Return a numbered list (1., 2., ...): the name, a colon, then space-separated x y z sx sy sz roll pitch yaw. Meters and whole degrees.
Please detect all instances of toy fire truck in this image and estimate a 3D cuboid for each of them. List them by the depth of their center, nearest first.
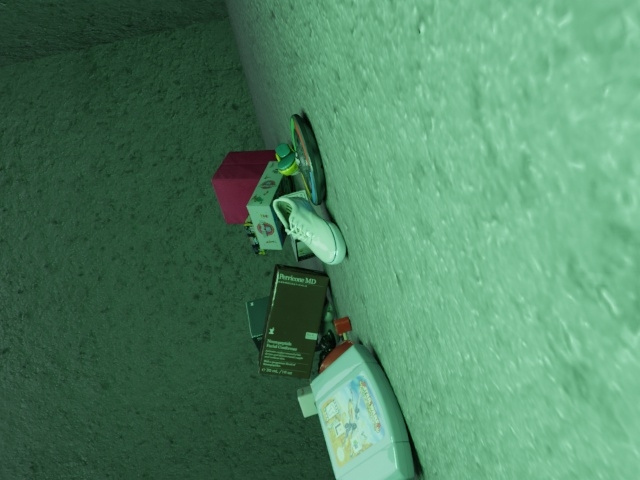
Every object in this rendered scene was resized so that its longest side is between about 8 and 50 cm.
1. toy fire truck: 0.092 0.340 1.316 0.135 0.047 0.191 -116 11 -60

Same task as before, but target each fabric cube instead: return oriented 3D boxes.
1. fabric cube: -0.304 -0.246 2.011 0.259 0.259 0.254 -76 -19 -47

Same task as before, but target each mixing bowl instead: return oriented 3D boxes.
1. mixing bowl: 0.059 0.369 1.182 0.181 0.098 0.181 39 137 50

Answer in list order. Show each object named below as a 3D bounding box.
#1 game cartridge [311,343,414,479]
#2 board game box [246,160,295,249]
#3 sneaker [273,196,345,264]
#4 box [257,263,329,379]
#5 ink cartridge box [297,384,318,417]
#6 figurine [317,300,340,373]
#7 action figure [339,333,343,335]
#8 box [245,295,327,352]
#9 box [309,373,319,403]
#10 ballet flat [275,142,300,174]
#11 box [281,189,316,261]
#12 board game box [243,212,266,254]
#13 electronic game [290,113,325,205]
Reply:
1. game cartridge: 0.084 0.386 0.949 0.198 0.062 0.297 -53 39 30
2. board game box: -0.183 -0.144 1.762 0.303 0.098 0.223 -74 -20 -45
3. sneaker: -0.036 -0.024 1.064 0.258 0.091 0.094 45 127 44
4. box: -0.101 0.290 1.589 0.143 0.191 0.380 -157 77 -80
5. ink cartridge box: 0.017 0.738 2.094 0.172 0.238 0.100 123 131 -82
6. figurine: 0.031 0.356 1.619 0.214 0.093 0.209 -91 -1 -46
7. action figure: 0.070 0.310 1.513 0.115 0.030 0.038 72 176 -77
8. box: -0.125 0.379 1.958 0.312 0.344 0.178 81 172 -52
9. box: 0.078 0.738 1.873 0.215 0.169 0.344 109 145 -79
10. ballet flat: -0.099 -0.257 1.450 0.077 0.077 0.231 53 -172 -30
11. box: -0.072 -0.046 1.598 0.290 0.087 0.169 95 158 -73
12. board game box: -0.250 -0.050 1.790 0.170 0.048 0.141 77 -162 -45
13. electronic game: -0.036 -0.197 1.086 0.229 0.048 0.229 164 90 -84
